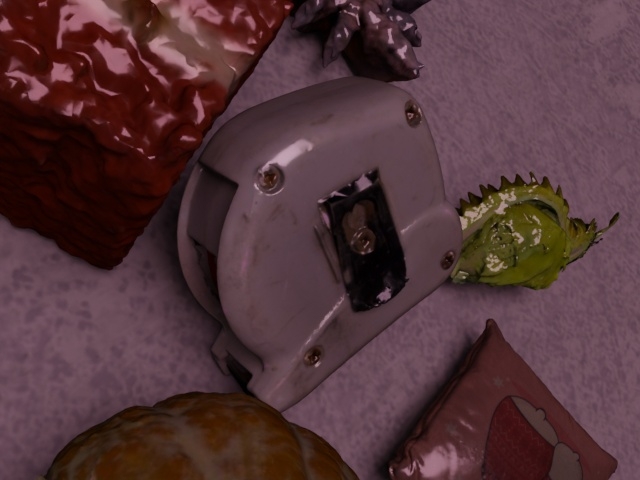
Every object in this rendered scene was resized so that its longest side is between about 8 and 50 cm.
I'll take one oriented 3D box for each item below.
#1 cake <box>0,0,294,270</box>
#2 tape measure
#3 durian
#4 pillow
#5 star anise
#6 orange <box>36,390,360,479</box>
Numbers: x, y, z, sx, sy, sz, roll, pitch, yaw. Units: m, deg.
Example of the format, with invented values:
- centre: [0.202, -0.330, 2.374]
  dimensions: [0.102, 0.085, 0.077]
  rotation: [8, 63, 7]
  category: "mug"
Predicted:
- centre: [-0.192, -0.189, 0.633]
  dimensions: [0.269, 0.270, 0.320]
  rotation: [33, 62, -13]
  category: "cake"
- centre: [0.000, 0.000, 0.677]
  dimensions: [0.258, 0.130, 0.265]
  rotation: [-34, 127, -18]
  category: "tape measure"
- centre: [0.220, -0.006, 0.862]
  dimensions: [0.375, 0.106, 0.132]
  rotation: [-1, 81, -21]
  category: "durian"
- centre: [0.195, 0.238, 0.788]
  dimensions: [0.223, 0.084, 0.236]
  rotation: [-42, 99, -27]
  category: "pillow"
- centre: [0.040, -0.278, 0.864]
  dimensions: [0.229, 0.093, 0.236]
  rotation: [-19, 79, -29]
  category: "star anise"
- centre: [-0.091, 0.279, 0.552]
  dimensions: [0.329, 0.249, 0.329]
  rotation: [5, 74, -17]
  category: "orange"
